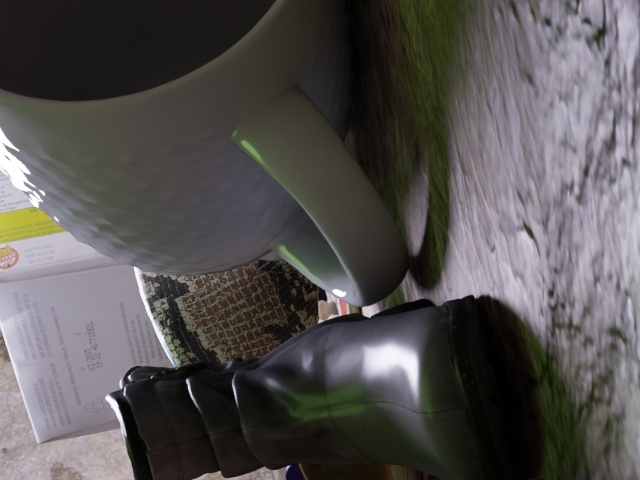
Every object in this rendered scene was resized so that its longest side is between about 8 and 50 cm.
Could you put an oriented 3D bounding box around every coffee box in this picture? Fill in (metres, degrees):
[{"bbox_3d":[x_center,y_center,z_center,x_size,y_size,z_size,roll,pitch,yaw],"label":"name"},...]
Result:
[{"bbox_3d":[-0.231,-0.005,2.165,0.337,0.338,0.334,87,169,-50],"label":"coffee box"}]

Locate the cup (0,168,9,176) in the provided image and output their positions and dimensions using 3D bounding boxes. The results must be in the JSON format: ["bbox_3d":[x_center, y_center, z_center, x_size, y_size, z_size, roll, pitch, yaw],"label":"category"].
[{"bbox_3d":[-0.198,-0.223,1.834,0.237,0.331,0.331,-50,47,47],"label":"cup"}]

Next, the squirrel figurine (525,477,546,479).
[{"bbox_3d":[0.071,0.341,0.912,0.397,0.281,0.370,35,-149,-79],"label":"squirrel figurine"}]

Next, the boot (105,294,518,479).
[{"bbox_3d":[-0.014,0.111,1.073,0.338,0.223,0.118,146,112,-83],"label":"boot"}]

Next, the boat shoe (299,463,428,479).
[{"bbox_3d":[0.038,0.186,1.372,0.098,0.109,0.302,-57,-25,-37],"label":"boat shoe"}]

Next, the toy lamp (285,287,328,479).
[{"bbox_3d":[-0.018,0.109,1.665,0.080,0.080,0.274,85,176,-48],"label":"toy lamp"}]

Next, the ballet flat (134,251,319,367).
[{"bbox_3d":[-0.077,-0.064,1.531,0.483,0.164,0.182,-100,26,-57],"label":"ballet flat"}]

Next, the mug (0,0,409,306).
[{"bbox_3d":[-0.079,-0.094,1.236,0.374,0.276,0.328,42,166,26],"label":"mug"}]

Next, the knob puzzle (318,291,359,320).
[{"bbox_3d":[0.000,0.000,1.585,0.213,0.030,0.213,168,90,-83],"label":"knob puzzle"}]
